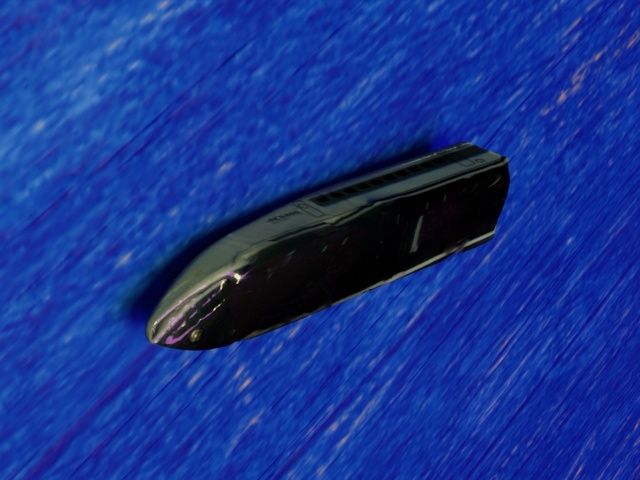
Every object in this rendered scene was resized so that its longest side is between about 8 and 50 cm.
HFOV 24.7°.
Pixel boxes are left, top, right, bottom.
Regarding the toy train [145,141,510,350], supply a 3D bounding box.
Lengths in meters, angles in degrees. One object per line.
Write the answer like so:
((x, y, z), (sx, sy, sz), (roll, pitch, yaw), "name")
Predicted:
((0.000, 0.000, 0.739), (0.252, 0.048, 0.055), (-20, 133, -42), "toy train")
